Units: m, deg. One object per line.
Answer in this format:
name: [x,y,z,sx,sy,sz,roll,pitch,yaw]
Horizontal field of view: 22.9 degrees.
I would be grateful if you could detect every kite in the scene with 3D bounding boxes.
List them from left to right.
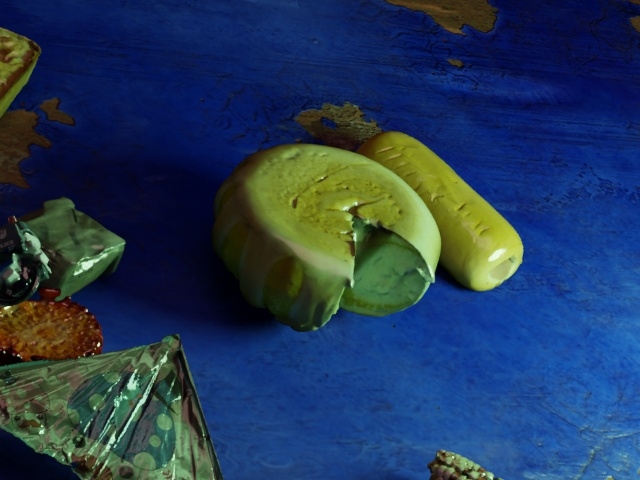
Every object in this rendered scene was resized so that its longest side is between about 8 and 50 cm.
kite: [-0.234,0.237,1.734,0.406,0.014,0.368,34,50,-8]

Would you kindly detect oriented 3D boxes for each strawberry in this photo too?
strawberry: [-0.323,0.125,1.836,0.145,0.086,0.145,17,34,-12]

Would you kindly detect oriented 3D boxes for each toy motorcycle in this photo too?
toy motorcycle: [-0.421,0.038,1.832,0.221,0.102,0.150,-20,52,4]

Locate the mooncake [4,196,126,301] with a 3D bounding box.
mooncake: [-0.330,0.012,1.989,0.125,0.073,0.130,36,35,21]

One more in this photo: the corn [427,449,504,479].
corn: [0.242,0.349,1.885,0.280,0.092,0.092,31,36,14]

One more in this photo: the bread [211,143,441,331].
bread: [0.000,0.000,2.124,0.333,0.160,0.333,17,35,-13]

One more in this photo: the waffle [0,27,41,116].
waffle: [-0.564,-0.221,2.148,0.304,0.077,0.348,22,35,-5]

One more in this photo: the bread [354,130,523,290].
bread: [0.178,-0.053,2.360,0.142,0.091,0.305,-21,54,-39]
